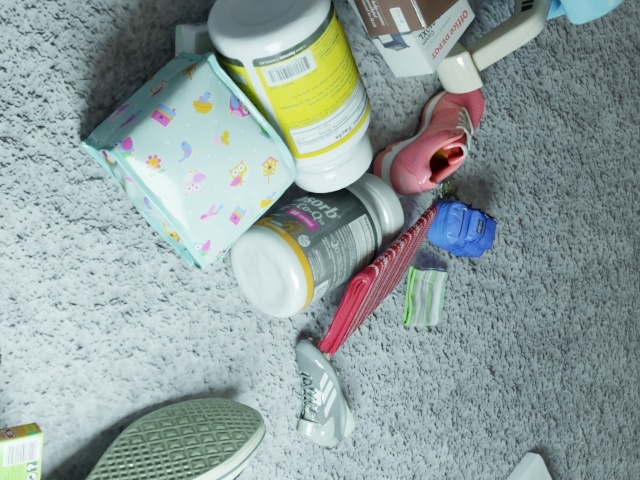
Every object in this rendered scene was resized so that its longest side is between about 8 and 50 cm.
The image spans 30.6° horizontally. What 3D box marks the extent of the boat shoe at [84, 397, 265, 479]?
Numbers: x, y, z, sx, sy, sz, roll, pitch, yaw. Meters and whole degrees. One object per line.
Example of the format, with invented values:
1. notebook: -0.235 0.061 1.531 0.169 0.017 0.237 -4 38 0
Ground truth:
1. boat shoe: -0.248 0.393 1.688 0.500 0.187 0.156 -44 144 -50

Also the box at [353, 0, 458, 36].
1. box: 0.200 -0.517 1.961 0.381 0.143 0.191 -44 118 -34

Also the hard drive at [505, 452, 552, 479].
1. hard drive: 0.383 0.640 2.403 0.353 0.047 0.233 -44 121 -33

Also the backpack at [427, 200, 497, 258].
1. backpack: 0.267 -0.028 2.216 0.120 0.101 0.098 22 71 -38

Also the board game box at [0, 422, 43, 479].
1. board game box: -0.490 0.317 1.514 0.259 0.039 0.124 -8 120 -35

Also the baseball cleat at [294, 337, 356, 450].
1. baseball cleat: -0.007 0.271 1.995 0.109 0.072 0.206 -40 115 -27

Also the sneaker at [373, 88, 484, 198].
1. sneaker: 0.235 -0.177 2.150 0.314 0.136 0.116 -47 123 -31

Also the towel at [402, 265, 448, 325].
1. towel: 0.196 0.104 2.175 0.152 0.023 0.113 6 90 -63

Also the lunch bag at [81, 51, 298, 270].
1. lunch bag: -0.179 -0.113 1.723 0.223 0.160 0.262 -47 119 -15

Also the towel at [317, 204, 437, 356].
1. towel: 0.100 0.064 1.996 0.275 0.031 0.199 -42 163 -48

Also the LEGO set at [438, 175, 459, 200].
1. LEGO set: 0.235 -0.107 2.237 0.054 0.023 0.083 -32 100 -40

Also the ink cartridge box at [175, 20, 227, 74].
1. ink cartridge box: -0.147 -0.238 1.859 0.181 0.056 0.224 -18 123 -42

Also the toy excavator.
1. toy excavator: 0.430 -0.479 2.232 0.222 0.433 0.445 61 27 -28

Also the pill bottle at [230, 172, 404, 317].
1. pill bottle: 0.000 0.000 1.922 0.278 0.162 0.162 -32 114 -38

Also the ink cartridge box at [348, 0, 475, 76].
1. ink cartridge box: 0.152 -0.433 2.079 0.172 0.100 0.237 -54 125 -27

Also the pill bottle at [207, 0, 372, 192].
1. pill bottle: -0.032 -0.236 1.800 0.188 0.188 0.334 -54 141 -27
